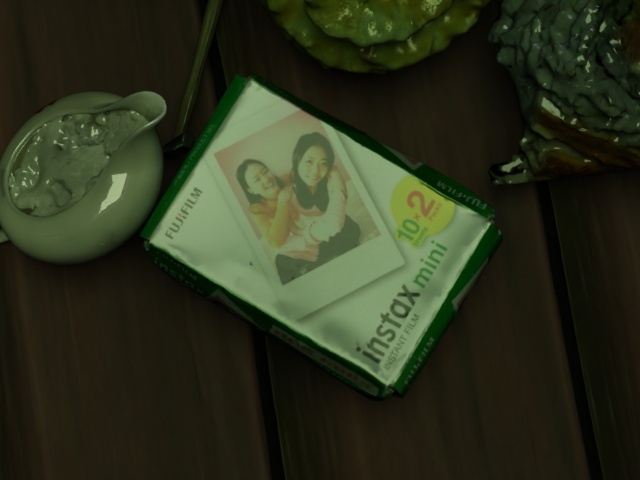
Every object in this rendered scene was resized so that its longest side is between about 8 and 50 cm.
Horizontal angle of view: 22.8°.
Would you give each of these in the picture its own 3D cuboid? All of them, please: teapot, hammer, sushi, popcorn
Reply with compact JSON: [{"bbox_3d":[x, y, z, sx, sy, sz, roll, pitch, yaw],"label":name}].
[{"bbox_3d":[-0.199,-0.044,1.264,0.226,0.092,0.145,-27,54,15],"label":"teapot"},{"bbox_3d":[-0.099,-0.160,1.320,0.013,0.062,0.199,21,71,-22],"label":"hammer"},{"bbox_3d":[0.240,-0.159,1.254,0.184,0.139,0.274,24,81,-23],"label":"sushi"},{"bbox_3d":[0.051,-0.238,1.259,0.221,0.184,0.204,-47,126,3],"label":"popcorn"}]

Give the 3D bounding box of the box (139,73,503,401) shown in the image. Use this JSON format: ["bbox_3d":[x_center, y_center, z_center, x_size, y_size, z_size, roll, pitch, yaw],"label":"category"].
[{"bbox_3d":[0.000,0.000,1.259,0.250,0.103,0.180,30,81,5],"label":"box"}]
